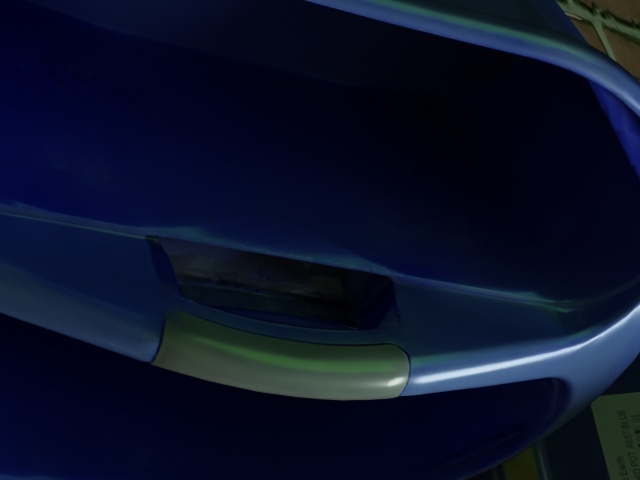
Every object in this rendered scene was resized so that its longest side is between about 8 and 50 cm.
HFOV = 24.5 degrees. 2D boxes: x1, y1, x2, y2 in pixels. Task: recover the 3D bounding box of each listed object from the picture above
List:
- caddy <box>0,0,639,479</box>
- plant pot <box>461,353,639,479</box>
[{"bbox_3d":[-0.029,-0.010,0.550,0.341,0.241,0.179,10,38,-24],"label":"caddy"},{"bbox_3d":[0.158,0.153,0.709,0.212,0.236,0.236,87,-5,-52],"label":"plant pot"}]
